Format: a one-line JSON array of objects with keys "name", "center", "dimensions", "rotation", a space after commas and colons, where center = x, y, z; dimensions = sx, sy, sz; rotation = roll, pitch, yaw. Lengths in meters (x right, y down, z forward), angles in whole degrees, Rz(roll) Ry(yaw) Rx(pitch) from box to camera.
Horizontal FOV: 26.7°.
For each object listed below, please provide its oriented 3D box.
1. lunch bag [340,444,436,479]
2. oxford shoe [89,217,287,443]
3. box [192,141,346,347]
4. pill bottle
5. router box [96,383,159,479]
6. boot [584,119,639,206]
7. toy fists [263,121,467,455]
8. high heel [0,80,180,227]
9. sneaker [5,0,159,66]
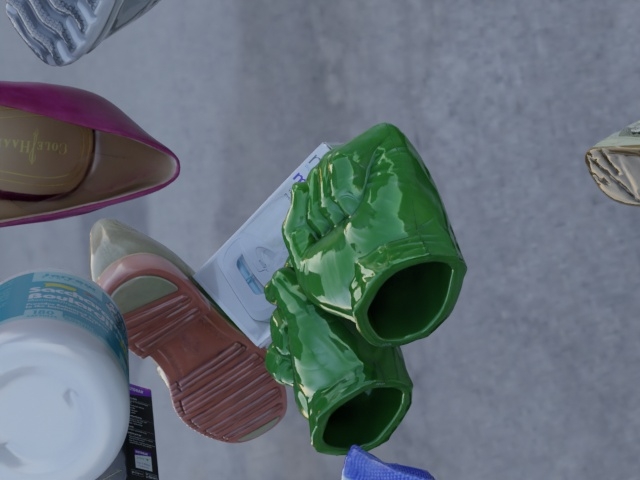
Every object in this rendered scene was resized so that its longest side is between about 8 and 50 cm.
[{"name": "lunch bag", "center": [0.170, 0.303, 0.602], "dimensions": [0.385, 0.239, 0.328], "rotation": [10, 82, 38]}, {"name": "oxford shoe", "center": [-0.157, 0.112, 1.677], "dimensions": [0.146, 0.140, 0.397], "rotation": [60, 180, 45]}, {"name": "box", "center": [0.000, 0.000, 1.667], "dimensions": [0.127, 0.262, 0.231], "rotation": [45, 103, 8]}, {"name": "pill bottle", "center": [-0.238, 0.109, 1.166], "dimensions": [0.264, 0.146, 0.146], "rotation": [-124, 28, -74]}, {"name": "router box", "center": [-0.232, 0.233, 1.309], "dimensions": [0.179, 0.046, 0.133], "rotation": [-32, 51, 31]}, {"name": "boot", "center": [0.330, -0.090, 1.043], "dimensions": [0.213, 0.165, 0.077], "rotation": [11, 136, 56]}, {"name": "toy fists", "center": [0.020, 0.036, 1.004], "dimensions": [0.279, 0.096, 0.142], "rotation": [105, 154, -48]}, {"name": "high heel", "center": [-0.255, -0.053, 0.859], "dimensions": [0.181, 0.377, 0.127], "rotation": [10, 107, 25]}, {"name": "sneaker", "center": [-0.110, -0.231, 0.889], "dimensions": [0.105, 0.115, 0.281], "rotation": [52, 134, -2]}]
